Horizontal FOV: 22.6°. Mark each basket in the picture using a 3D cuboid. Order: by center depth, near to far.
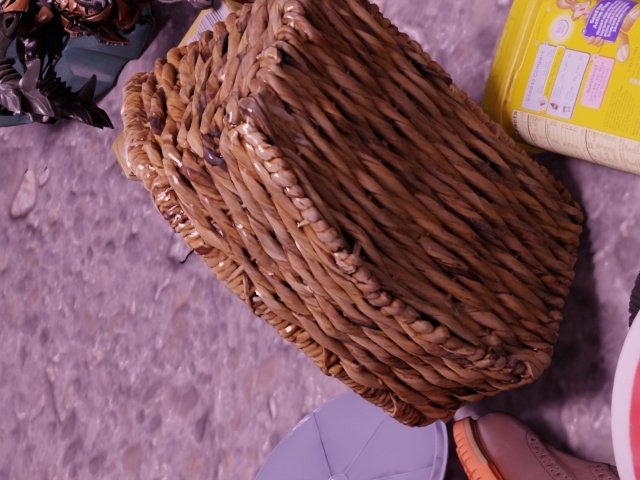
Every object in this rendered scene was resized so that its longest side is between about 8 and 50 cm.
[{"bbox_3d":[0.000,0.000,1.115,0.223,0.299,0.213,-25,34,41],"label":"basket"}]

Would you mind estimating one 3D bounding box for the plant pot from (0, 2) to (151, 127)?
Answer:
[{"bbox_3d":[-0.343,-0.318,1.643,0.341,0.341,0.334,-44,58,32],"label":"plant pot"}]

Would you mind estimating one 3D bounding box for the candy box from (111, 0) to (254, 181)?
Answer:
[{"bbox_3d":[-0.092,-0.126,1.436,0.186,0.109,0.053,-53,45,24],"label":"candy box"}]

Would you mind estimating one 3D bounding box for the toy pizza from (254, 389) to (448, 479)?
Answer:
[{"bbox_3d":[0.020,0.198,1.228,0.201,0.032,0.201,-31,34,24],"label":"toy pizza"}]

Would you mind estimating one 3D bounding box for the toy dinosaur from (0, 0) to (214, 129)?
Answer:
[{"bbox_3d":[-0.243,-0.213,1.410,0.322,0.164,0.218,6,92,37],"label":"toy dinosaur"}]

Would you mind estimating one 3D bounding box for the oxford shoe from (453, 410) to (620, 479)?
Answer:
[{"bbox_3d":[0.208,0.200,1.012,0.133,0.130,0.364,-37,36,-6],"label":"oxford shoe"}]

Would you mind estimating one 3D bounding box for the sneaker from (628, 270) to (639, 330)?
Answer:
[{"bbox_3d":[0.280,-0.015,0.979,0.109,0.130,0.286,35,128,33],"label":"sneaker"}]

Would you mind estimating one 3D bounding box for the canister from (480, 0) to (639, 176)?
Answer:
[{"bbox_3d":[0.205,-0.110,1.116,0.170,0.073,0.126,22,96,49],"label":"canister"}]

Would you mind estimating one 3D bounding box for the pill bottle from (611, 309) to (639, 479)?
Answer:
[{"bbox_3d":[0.299,0.098,0.779,0.283,0.161,0.161,7,84,48],"label":"pill bottle"}]
